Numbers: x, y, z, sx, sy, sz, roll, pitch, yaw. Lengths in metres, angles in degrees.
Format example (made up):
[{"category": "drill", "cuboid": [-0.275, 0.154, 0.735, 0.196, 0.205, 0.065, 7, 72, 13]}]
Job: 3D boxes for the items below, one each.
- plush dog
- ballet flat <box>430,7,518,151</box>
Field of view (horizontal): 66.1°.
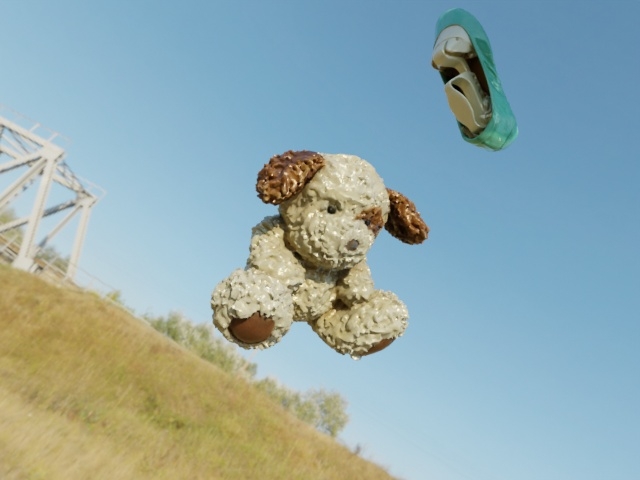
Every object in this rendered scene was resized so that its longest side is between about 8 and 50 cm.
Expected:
[{"category": "plush dog", "cuboid": [0.000, 0.000, 0.608, 0.262, 0.225, 0.210, 16, 24, -33]}, {"category": "ballet flat", "cuboid": [0.210, -0.244, 0.717, 0.083, 0.087, 0.247, -35, -113, 48]}]
